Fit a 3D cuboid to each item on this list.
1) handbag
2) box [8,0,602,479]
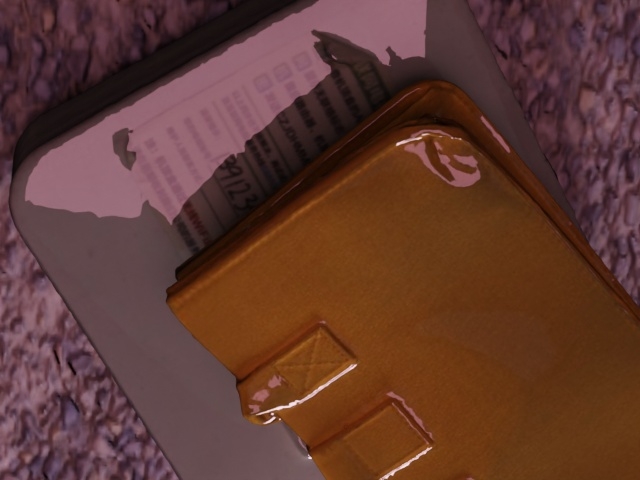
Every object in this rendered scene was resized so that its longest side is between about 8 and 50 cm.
[{"bbox_3d":[0.100,0.094,1.328,0.283,0.133,0.401,-38,112,11],"label":"handbag"},{"bbox_3d":[0.000,0.000,1.399,0.396,0.111,0.396,-28,112,3],"label":"box"}]
